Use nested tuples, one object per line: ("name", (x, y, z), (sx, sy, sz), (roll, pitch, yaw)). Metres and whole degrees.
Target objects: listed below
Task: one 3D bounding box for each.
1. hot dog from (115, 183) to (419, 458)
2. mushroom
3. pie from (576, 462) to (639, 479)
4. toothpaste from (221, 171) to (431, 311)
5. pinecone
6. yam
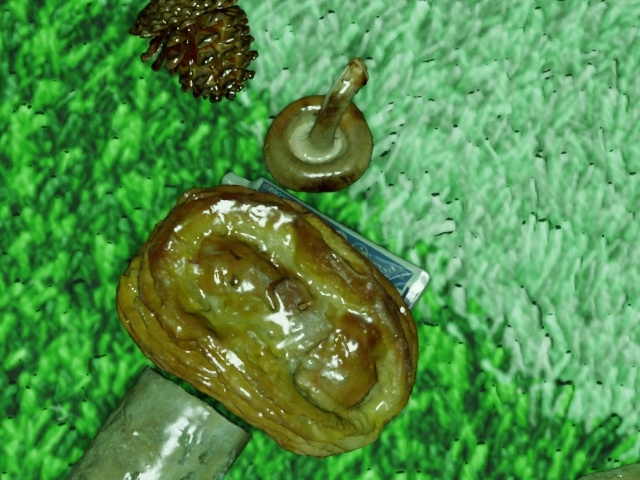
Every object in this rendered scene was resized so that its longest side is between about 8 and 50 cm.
("hot dog", (-0.034, 0.067, 1.443), (0.259, 0.114, 0.175), (34, 71, -3))
("mushroom", (0.012, -0.097, 1.491), (0.088, 0.073, 0.129), (45, 115, 21))
("pie", (0.290, 0.328, 1.468), (0.306, 0.071, 0.306), (1, 84, -8))
("toothpaste", (0.000, 0.000, 1.503), (0.197, 0.035, 0.057), (33, 97, -2))
("pinecone", (-0.100, -0.169, 1.483), (0.109, 0.102, 0.102), (42, 82, -7))
("yam", (-0.152, 0.206, 1.434), (0.107, 0.107, 0.194), (36, 83, 0))
